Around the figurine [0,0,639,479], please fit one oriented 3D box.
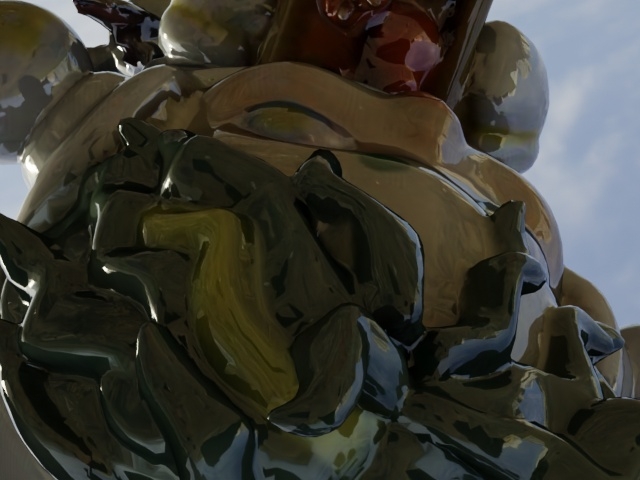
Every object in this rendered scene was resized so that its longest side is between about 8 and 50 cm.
[{"bbox_3d":[0.004,0.000,0.567,0.261,0.186,0.382,12,-151,-4],"label":"figurine"}]
